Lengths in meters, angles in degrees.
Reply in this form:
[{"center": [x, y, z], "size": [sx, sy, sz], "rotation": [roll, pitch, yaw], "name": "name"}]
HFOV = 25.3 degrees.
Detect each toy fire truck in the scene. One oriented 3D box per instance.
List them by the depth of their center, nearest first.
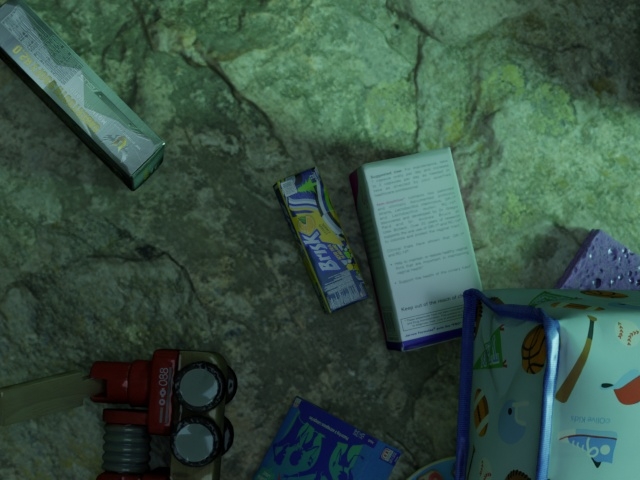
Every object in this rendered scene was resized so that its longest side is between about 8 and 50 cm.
[{"center": [-0.231, 0.229, 1.619], "size": [0.246, 0.158, 0.217], "rotation": [4, 87, 5], "name": "toy fire truck"}]

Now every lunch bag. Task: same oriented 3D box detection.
[{"center": [0.321, 0.253, 1.495], "size": [0.328, 0.239, 0.385], "rotation": [3, 96, -19], "name": "lunch bag"}]

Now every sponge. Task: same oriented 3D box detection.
[{"center": [0.392, 0.089, 1.744], "size": [0.210, 0.031, 0.117], "rotation": [33, 85, -5], "name": "sponge"}]

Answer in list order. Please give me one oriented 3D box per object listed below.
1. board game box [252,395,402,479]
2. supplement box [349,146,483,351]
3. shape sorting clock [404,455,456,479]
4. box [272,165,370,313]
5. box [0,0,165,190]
[{"center": [-0.017, 0.301, 1.626], "size": [0.047, 0.160, 0.210], "rotation": [31, 83, -39], "name": "board game box"}, {"center": [0.114, 0.011, 1.676], "size": [0.114, 0.111, 0.220], "rotation": [-14, 89, -7], "name": "supplement box"}, {"center": [0.170, 0.360, 1.701], "size": [0.206, 0.040, 0.206], "rotation": [0, 87, -6], "name": "shape sorting clock"}, {"center": [0.000, 0.000, 1.689], "size": [0.054, 0.059, 0.169], "rotation": [-21, 90, -8], "name": "box"}, {"center": [-0.274, -0.161, 1.605], "size": [0.231, 0.183, 0.056], "rotation": [45, 84, -3], "name": "box"}]
